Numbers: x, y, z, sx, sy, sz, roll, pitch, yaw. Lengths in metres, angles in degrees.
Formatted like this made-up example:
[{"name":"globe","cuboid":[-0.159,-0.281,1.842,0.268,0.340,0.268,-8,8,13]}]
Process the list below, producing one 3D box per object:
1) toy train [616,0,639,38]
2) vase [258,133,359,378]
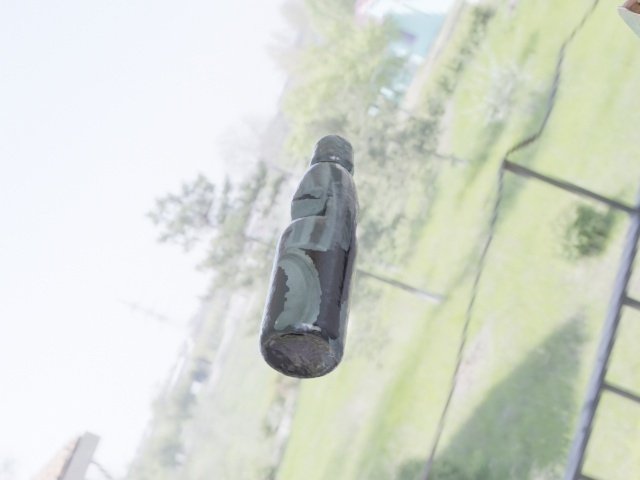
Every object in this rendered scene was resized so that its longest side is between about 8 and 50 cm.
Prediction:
[{"name":"toy train","cuboid":[0.339,-0.169,0.988,0.072,0.188,0.099,-45,16,9]},{"name":"vase","cuboid":[0.000,0.000,0.827,0.060,0.060,0.211,117,168,-47]}]
